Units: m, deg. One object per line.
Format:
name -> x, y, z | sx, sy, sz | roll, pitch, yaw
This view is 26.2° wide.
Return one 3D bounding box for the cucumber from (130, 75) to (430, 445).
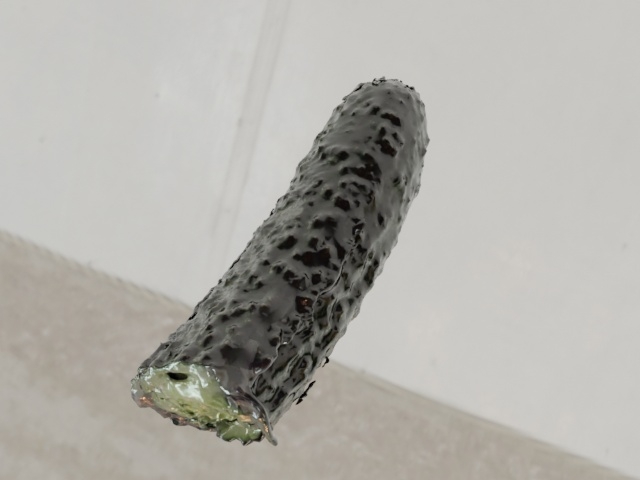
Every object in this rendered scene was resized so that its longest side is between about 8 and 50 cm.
cucumber -> 0.000, 0.003, 0.605 | 0.067, 0.245, 0.067 | 15, 129, 19
